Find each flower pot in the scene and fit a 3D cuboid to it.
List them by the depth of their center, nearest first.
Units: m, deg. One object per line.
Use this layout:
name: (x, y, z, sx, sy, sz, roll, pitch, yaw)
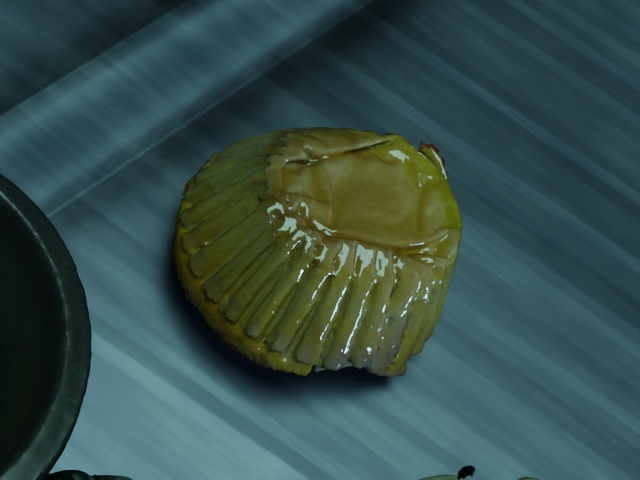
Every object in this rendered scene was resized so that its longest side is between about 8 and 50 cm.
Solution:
flower pot: (-0.377, 0.124, 1.464, 0.379, 0.251, 0.379, 11, 54, -15)

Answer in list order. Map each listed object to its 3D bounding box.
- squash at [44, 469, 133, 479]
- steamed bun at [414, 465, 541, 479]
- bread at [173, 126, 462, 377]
squash: (-0.188, 0.301, 1.479, 0.252, 0.165, 0.252, 11, 54, -15)
steamed bun: (0.132, 0.351, 1.485, 0.237, 0.346, 0.394, 39, 28, -12)
bread: (0.000, 0.000, 1.757, 0.274, 0.149, 0.274, 13, 49, -16)
